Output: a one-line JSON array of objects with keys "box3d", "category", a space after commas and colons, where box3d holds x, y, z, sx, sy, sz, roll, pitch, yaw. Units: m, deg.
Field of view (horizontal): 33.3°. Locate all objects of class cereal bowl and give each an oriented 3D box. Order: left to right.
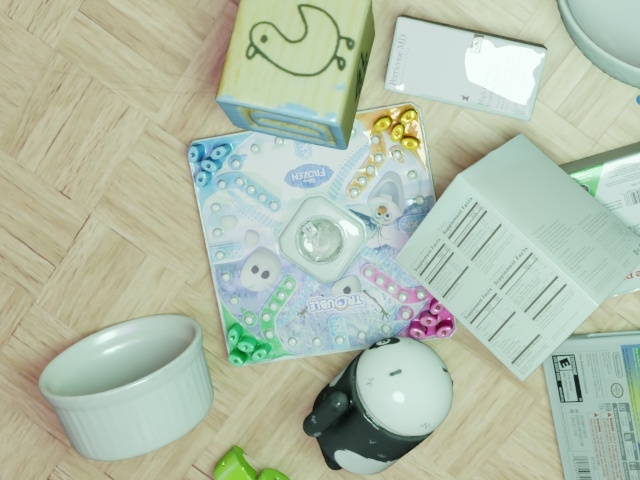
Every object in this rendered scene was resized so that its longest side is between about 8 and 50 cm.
[{"box3d": [0.501, -0.354, 1.508, 0.339, 0.141, 0.339, -3, 74, 12], "category": "cereal bowl"}]

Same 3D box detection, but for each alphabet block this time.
[{"box3d": [-0.032, -0.262, 1.595, 0.192, 0.193, 0.197, 12, 85, 4], "category": "alphabet block"}]

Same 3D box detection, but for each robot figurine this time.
[{"box3d": [0.093, 0.267, 1.725, 0.173, 0.209, 0.278, 38, 135, -2], "category": "robot figurine"}]

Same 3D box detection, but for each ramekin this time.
[{"box3d": [-0.309, 0.243, 1.763, 0.277, 0.277, 0.135, -12, 110, 12], "category": "ramekin"}]

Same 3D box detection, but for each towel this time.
[{"box3d": [-0.052, 0.050, 1.798, 0.113, 0.023, 0.152, -43, 92, 14], "category": "towel"}]

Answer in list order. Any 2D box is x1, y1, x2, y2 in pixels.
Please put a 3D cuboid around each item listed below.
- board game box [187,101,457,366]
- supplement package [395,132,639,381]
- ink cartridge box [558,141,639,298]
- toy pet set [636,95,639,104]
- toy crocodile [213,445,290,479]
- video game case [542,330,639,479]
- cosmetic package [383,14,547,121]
[{"box3d": [0.000, 0.000, 1.742, 0.390, 0.050, 0.390, -9, 99, 10], "category": "board game box"}, {"box3d": [0.296, 0.021, 1.578, 0.263, 0.199, 0.198, 44, 132, 12], "category": "supplement package"}, {"box3d": [0.461, -0.030, 1.656, 0.153, 0.087, 0.208, -16, 102, 13], "category": "ink cartridge box"}, {"box3d": [0.563, -0.185, 1.626, 0.114, 0.065, 0.122, -15, 101, 48], "category": "toy pet set"}, {"box3d": [-0.037, 0.481, 1.872, 0.340, 0.105, 0.115, 30, 107, -4], "category": "toy crocodile"}, {"box3d": [0.527, 0.300, 1.718, 0.300, 0.036, 0.329, -6, 105, 27], "category": "video game case"}, {"box3d": [0.220, -0.265, 1.637, 0.231, 0.085, 0.117, 12, 106, 5], "category": "cosmetic package"}]
